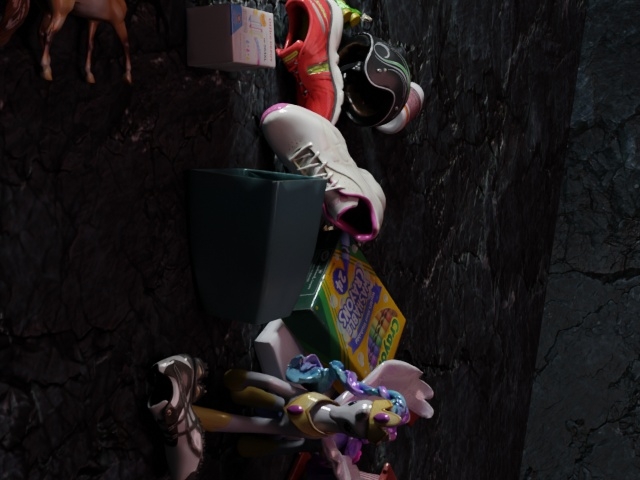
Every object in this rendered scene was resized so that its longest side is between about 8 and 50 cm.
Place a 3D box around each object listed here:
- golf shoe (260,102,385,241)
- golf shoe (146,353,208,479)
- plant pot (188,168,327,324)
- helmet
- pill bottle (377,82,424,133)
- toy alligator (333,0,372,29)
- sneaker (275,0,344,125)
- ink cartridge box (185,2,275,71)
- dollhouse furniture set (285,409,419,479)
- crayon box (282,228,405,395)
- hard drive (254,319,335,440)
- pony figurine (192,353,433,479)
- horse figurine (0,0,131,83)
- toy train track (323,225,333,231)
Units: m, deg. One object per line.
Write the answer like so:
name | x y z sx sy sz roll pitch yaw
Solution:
golf shoe | 0.013 -0.119 1.663 0.306 0.115 0.140 43 21 -23
golf shoe | -0.225 0.270 1.395 0.094 0.077 0.198 5 82 -47
plant pot | -0.106 0.008 1.502 0.165 0.166 0.234 -9 106 -61
helmet | 0.103 -0.317 1.871 0.161 0.169 0.169 40 55 -36
pill bottle | 0.176 -0.301 2.084 0.152 0.086 0.086 -44 128 -52
toy alligator | 0.048 -0.450 1.886 0.051 0.056 0.190 -50 159 18
sneaker | -0.032 -0.319 1.719 0.118 0.107 0.278 2 86 -43
ink cartridge box | -0.138 -0.323 1.498 0.143 0.090 0.092 -11 101 -60
dollhouse furniture set | 0.088 0.397 1.827 0.374 0.201 0.152 -65 144 -36
crayon box | 0.059 0.160 1.768 0.323 0.083 0.203 56 41 -34
hard drive | -0.003 0.187 1.814 0.353 0.047 0.233 -50 133 -48
pony figurine | 0.011 0.310 1.509 0.351 0.364 0.302 46 51 -53
horse figurine | -0.316 -0.292 1.199 0.263 0.066 0.174 -16 111 -63
toy train track | 0.000 0.000 1.848 0.083 0.014 0.048 -52 142 -40
